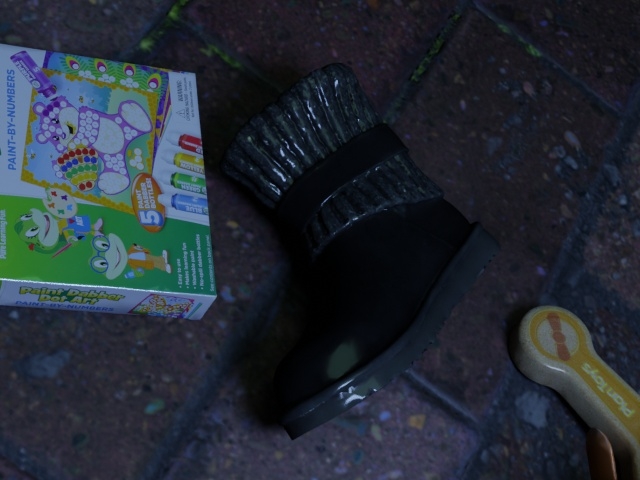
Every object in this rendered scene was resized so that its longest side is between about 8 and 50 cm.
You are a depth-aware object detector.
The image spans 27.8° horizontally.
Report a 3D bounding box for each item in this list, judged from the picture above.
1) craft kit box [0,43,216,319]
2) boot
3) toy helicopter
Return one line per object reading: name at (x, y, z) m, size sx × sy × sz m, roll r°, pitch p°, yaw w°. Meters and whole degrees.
craft kit box at (-0.226, -0.057, 1.174) m, size 0.246 × 0.061 × 0.250 m, roll 4°, pitch 60°, yaw -23°
boot at (-0.002, 0.001, 1.200) m, size 0.260 × 0.131 × 0.348 m, roll 48°, pitch 41°, yaw -3°
toy helicopter at (0.310, 0.212, 1.269) m, size 0.235 × 0.140 × 0.355 m, roll -33°, pitch 69°, yaw -28°
